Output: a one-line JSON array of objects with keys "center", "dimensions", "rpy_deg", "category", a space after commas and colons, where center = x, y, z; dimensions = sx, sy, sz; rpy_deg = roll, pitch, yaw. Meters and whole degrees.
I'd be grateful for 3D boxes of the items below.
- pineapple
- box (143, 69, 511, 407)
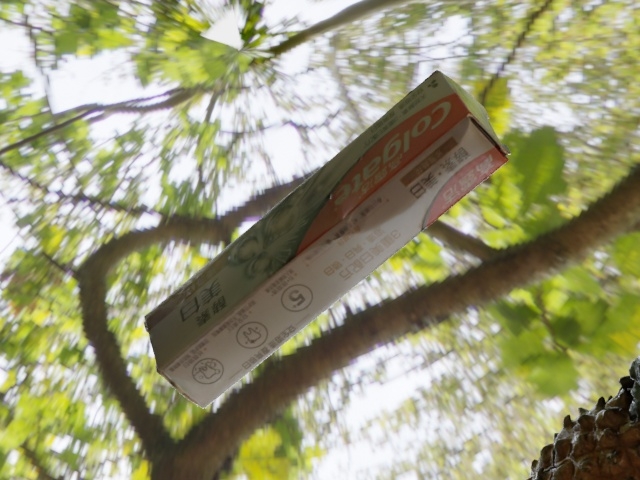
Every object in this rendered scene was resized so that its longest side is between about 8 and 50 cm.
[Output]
[{"center": [0.203, 0.070, 0.873], "dimensions": [0.130, 0.119, 0.277], "rpy_deg": [25, -74, -9], "category": "pineapple"}, {"center": [0.000, 0.000, 0.852], "dimensions": [0.218, 0.055, 0.039], "rpy_deg": [-39, -56, 13], "category": "box"}]
